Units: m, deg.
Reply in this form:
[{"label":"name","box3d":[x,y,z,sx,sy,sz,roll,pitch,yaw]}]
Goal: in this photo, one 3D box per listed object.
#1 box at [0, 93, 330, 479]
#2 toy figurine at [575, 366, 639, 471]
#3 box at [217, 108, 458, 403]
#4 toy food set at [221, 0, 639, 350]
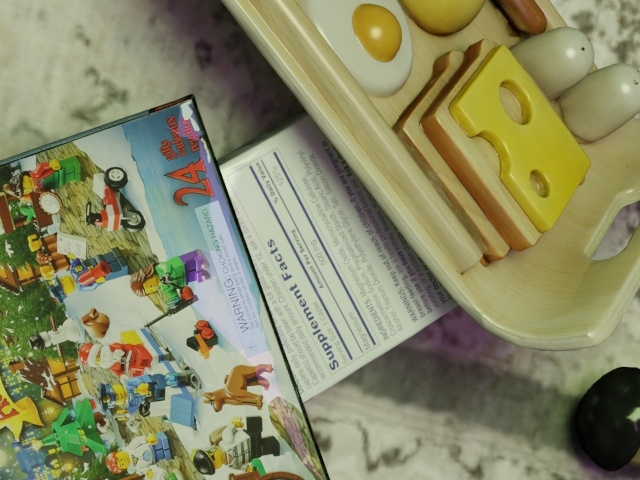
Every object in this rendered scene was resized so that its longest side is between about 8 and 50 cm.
[{"label":"box","box3d":[-0.096,0.066,0.875,0.159,0.044,0.233,-20,99,-1]},{"label":"toy figurine","box3d":[0.209,0.172,0.958,0.148,0.209,0.213,18,84,-10]},{"label":"box","box3d":[0.000,0.000,0.951,0.137,0.072,0.126,-31,98,-20]},{"label":"toy food set","box3d":[0.082,-0.119,0.923,0.306,0.092,0.220,52,41,-12]}]
